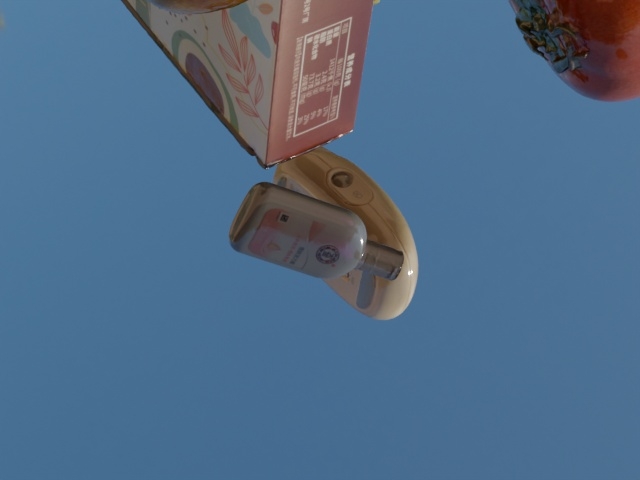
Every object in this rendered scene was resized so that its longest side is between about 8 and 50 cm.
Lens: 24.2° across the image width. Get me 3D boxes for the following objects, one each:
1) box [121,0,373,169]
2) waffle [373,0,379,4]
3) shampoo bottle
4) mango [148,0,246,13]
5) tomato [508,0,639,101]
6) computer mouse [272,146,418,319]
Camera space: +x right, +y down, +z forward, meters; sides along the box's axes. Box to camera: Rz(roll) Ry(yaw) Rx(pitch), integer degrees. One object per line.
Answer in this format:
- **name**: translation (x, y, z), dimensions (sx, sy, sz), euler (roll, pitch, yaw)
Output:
- **box**: translation (-0.087, -0.327, 1.489), dimensions (0.122, 0.385, 0.344), euler (-24, -123, -25)
- **waffle**: translation (0.006, -0.461, 1.941), dimensions (0.062, 0.329, 0.329), euler (-12, -135, 36)
- **shampoo bottle**: translation (0.000, 0.000, 1.417), dimensions (0.080, 0.165, 0.040), euler (-60, -160, 30)
- **mango**: translation (-0.041, -0.312, 1.127), dimensions (0.316, 0.146, 0.193), euler (-54, -150, 7)
- **tomato**: translation (0.300, -0.275, 1.561), dimensions (0.224, 0.256, 0.256), euler (-37, -138, -6)
- **computer mouse**: translation (0.032, -0.013, 1.730), dimensions (0.082, 0.145, 0.236), euler (-25, -128, -29)
